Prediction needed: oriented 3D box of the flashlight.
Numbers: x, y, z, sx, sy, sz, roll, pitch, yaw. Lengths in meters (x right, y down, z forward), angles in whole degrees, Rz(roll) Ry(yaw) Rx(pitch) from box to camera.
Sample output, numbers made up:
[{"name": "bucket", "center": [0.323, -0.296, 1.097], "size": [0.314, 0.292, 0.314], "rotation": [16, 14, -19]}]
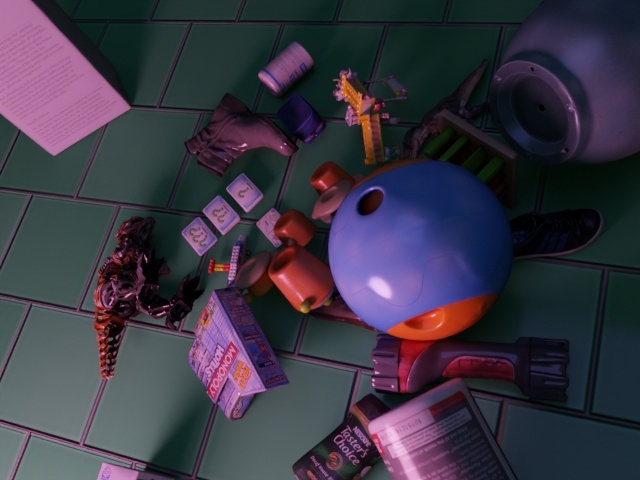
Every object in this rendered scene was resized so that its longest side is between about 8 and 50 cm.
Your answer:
[{"name": "flashlight", "center": [0.237, 0.209, 1.123], "size": [0.304, 0.103, 0.103], "rotation": [3, 30, 16]}]

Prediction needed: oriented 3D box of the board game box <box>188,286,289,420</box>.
[{"name": "board game box", "center": [-0.148, 0.217, 1.212], "size": [0.194, 0.060, 0.194], "rotation": [46, 122, 31]}]

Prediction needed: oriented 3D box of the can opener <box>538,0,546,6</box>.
[{"name": "can opener", "center": [0.407, -0.331, 1.322], "size": [0.093, 0.074, 0.280], "rotation": [11, 67, 38]}]

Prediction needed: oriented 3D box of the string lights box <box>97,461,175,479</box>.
[{"name": "string lights box", "center": [-0.339, 0.512, 1.154], "size": [0.077, 0.133, 0.259], "rotation": [6, 69, 20]}]

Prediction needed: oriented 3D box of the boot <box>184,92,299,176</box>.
[{"name": "boot", "center": [-0.167, -0.193, 1.463], "size": [0.246, 0.083, 0.161], "rotation": [36, 88, 34]}]

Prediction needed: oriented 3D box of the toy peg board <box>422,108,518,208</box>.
[{"name": "toy peg board", "center": [0.255, -0.120, 1.223], "size": [0.079, 0.160, 0.161], "rotation": [-44, 60, -11]}]

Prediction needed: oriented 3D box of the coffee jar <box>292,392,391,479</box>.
[{"name": "coffee jar", "center": [0.049, 0.340, 1.133], "size": [0.184, 0.079, 0.096], "rotation": [-44, 61, -5]}]

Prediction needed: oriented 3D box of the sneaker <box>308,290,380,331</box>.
[{"name": "sneaker", "center": [0.065, 0.112, 1.240], "size": [0.188, 0.066, 0.071], "rotation": [9, 69, 22]}]

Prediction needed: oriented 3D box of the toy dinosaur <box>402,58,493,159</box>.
[{"name": "toy dinosaur", "center": [0.270, -0.246, 1.341], "size": [0.268, 0.064, 0.118], "rotation": [-46, 54, -9]}]

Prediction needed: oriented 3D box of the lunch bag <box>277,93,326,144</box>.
[{"name": "lunch bag", "center": [-0.034, -0.245, 1.438], "size": [0.067, 0.065, 0.098], "rotation": [-44, 53, 12]}]

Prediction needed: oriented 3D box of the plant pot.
[{"name": "plant pot", "center": [0.390, -0.236, 1.086], "size": [0.196, 0.293, 0.293], "rotation": [-32, 58, -22]}]

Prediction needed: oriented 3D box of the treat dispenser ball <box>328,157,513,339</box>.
[{"name": "treat dispenser ball", "center": [0.156, 0.013, 1.107], "size": [0.288, 0.288, 0.288], "rotation": [-7, 64, 16]}]

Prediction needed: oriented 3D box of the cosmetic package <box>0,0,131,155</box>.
[{"name": "cosmetic package", "center": [-0.635, -0.402, 1.492], "size": [0.230, 0.453, 0.161], "rotation": [-31, 60, 3]}]

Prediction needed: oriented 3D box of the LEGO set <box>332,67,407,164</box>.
[{"name": "LEGO set", "center": [0.119, -0.229, 1.357], "size": [0.107, 0.132, 0.287], "rotation": [-11, 63, -17]}]

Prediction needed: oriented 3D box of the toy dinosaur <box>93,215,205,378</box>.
[{"name": "toy dinosaur", "center": [-0.364, 0.103, 1.372], "size": [0.218, 0.164, 0.322], "rotation": [-6, 82, 32]}]

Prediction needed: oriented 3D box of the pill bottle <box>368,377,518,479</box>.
[{"name": "pill bottle", "center": [0.200, 0.357, 1.002], "size": [0.161, 0.161, 0.283], "rotation": [-28, 76, 5]}]

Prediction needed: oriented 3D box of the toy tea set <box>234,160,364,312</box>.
[{"name": "toy tea set", "center": [0.000, 0.000, 1.276], "size": [0.336, 0.124, 0.200], "rotation": [-54, 26, -20]}]

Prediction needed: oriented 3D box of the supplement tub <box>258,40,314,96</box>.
[{"name": "supplement tub", "center": [-0.074, -0.368, 1.506], "size": [0.107, 0.071, 0.071], "rotation": [-44, 60, -3]}]

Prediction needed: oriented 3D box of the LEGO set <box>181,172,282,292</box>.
[{"name": "LEGO set", "center": [-0.158, -0.005, 1.376], "size": [0.182, 0.060, 0.244], "rotation": [-43, 62, 0]}]

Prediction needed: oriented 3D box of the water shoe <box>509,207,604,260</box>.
[{"name": "water shoe", "center": [0.379, -0.013, 1.182], "size": [0.203, 0.080, 0.073], "rotation": [-18, 62, 10]}]
